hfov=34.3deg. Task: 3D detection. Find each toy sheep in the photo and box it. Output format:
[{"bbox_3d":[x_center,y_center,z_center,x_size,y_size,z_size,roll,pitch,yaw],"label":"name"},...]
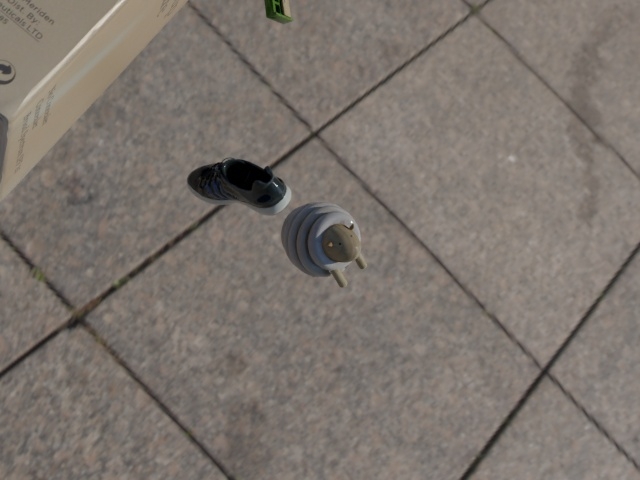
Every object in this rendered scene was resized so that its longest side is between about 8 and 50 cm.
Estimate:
[{"bbox_3d":[0.000,0.000,1.129,0.091,0.132,0.091,-5,100,-35],"label":"toy sheep"}]

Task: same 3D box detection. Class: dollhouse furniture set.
[{"bbox_3d":[0.001,-0.308,1.212,0.076,0.151,0.059,5,73,-59],"label":"dollhouse furniture set"}]

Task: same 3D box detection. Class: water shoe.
[{"bbox_3d":[-0.129,-0.097,1.543,0.073,0.203,0.080,-56,138,-25],"label":"water shoe"}]

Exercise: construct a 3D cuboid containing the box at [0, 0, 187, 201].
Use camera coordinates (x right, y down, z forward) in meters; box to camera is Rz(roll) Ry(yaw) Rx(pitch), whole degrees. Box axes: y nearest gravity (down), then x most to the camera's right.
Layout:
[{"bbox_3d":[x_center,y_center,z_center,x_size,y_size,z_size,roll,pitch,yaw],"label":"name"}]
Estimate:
[{"bbox_3d":[-0.141,-0.189,0.640,0.121,0.148,0.311,39,66,-5],"label":"box"}]
